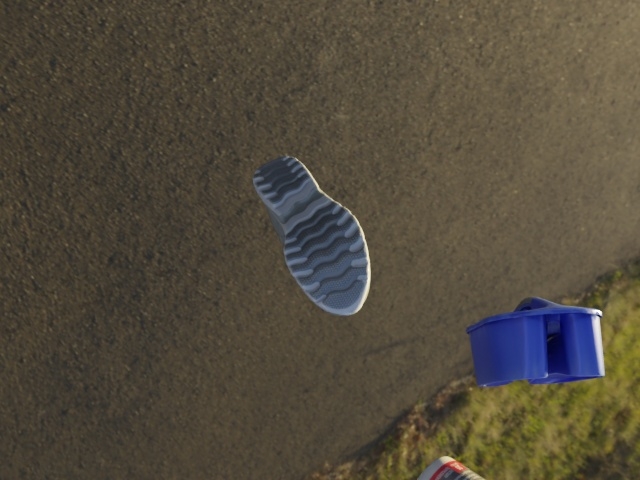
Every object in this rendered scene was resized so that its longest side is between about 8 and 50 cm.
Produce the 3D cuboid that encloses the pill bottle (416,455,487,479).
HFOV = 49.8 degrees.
[{"bbox_3d":[0.345,0.597,1.408,0.176,0.319,0.176,-26,128,-39],"label":"pill bottle"}]

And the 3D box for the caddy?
[{"bbox_3d":[0.445,0.209,1.451,0.242,0.341,0.179,-1,75,-5],"label":"caddy"}]

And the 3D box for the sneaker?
[{"bbox_3d":[0.000,0.000,0.937,0.105,0.281,0.115,-26,137,-1],"label":"sneaker"}]
